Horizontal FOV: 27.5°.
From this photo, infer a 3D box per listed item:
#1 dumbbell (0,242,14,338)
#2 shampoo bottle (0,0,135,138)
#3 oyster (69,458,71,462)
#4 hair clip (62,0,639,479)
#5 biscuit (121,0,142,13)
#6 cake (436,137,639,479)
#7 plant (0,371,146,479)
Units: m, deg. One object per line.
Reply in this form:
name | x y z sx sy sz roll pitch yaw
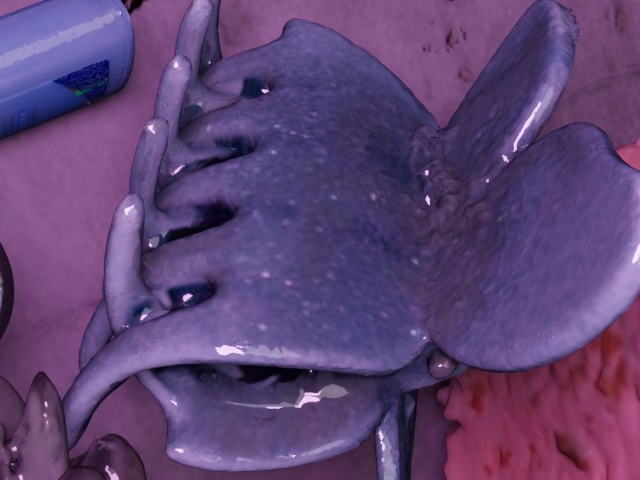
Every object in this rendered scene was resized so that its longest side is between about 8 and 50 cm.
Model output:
dumbbell | -0.241 0.031 0.749 0.100 0.191 0.100 2 86 -24
shampoo bottle | -0.242 -0.082 0.805 0.258 0.104 0.061 -25 79 -22
oyster | -0.148 0.249 0.841 0.166 0.094 0.295 -13 110 -27
hair clip | 0.000 0.000 0.784 0.238 0.392 0.318 17 45 -7
biscuit | -0.119 -0.199 0.903 0.087 0.027 0.089 7 84 -22
cake | 0.250 0.089 0.887 0.293 0.314 0.307 1 83 -25
plant | -0.140 0.198 0.687 0.149 0.146 0.275 -37 130 -39
